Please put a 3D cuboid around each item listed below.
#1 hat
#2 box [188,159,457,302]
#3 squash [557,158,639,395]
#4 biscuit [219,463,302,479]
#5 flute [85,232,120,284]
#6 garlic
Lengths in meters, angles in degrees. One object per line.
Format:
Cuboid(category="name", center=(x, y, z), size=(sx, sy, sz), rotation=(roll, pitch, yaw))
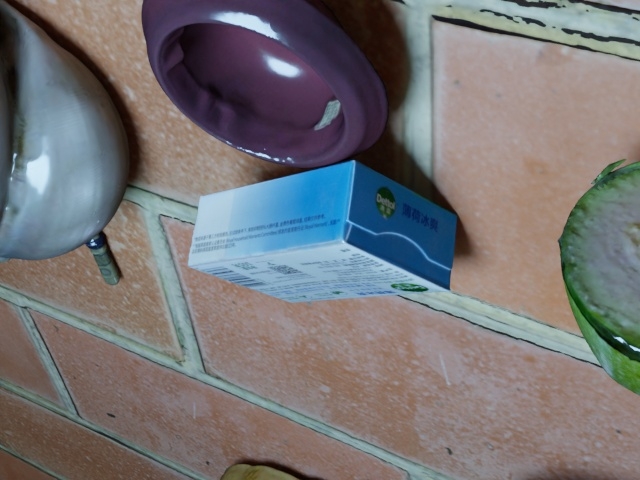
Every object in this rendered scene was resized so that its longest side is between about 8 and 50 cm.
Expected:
Cuboid(category="hat", center=(-0.039, -0.140, 0.700), size=(0.205, 0.089, 0.205), rotation=(18, 152, 10))
Cuboid(category="box", center=(0.000, 0.000, 0.798), size=(0.194, 0.073, 0.139), rotation=(-9, 157, 44))
Cuboid(category="squash", center=(0.243, 0.033, 0.619), size=(0.170, 0.170, 0.123), rotation=(21, 157, 19))
Cuboid(category="biscuit", center=(-0.014, 0.446, 1.377), size=(0.351, 0.057, 0.312), rotation=(11, 137, 28))
Cuboid(category="flute", center=(-0.281, -0.030, 1.082), size=(0.027, 0.027, 0.233), rotation=(15, 139, 27))
Cuboid(category="garlic", center=(-0.319, -0.135, 0.904), size=(0.246, 0.231, 0.340), rotation=(-155, 54, -69))
